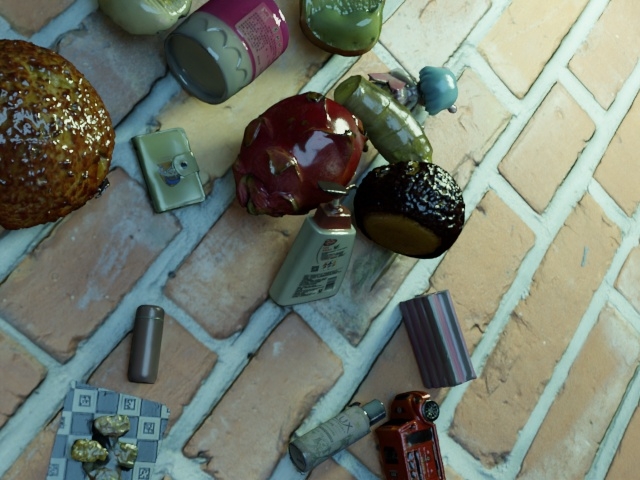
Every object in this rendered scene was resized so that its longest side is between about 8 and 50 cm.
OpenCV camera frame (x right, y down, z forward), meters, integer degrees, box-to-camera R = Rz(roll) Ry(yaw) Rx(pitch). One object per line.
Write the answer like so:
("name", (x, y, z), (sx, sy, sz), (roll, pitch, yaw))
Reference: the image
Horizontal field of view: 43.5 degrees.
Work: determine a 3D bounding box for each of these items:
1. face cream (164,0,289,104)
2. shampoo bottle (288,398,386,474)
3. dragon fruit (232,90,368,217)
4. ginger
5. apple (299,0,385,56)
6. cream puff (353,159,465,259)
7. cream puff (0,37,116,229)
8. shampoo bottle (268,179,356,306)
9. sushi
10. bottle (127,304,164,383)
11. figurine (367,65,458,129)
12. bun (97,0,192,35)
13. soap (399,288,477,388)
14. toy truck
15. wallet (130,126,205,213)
("face cream", (-0.184, -0.388, 1.585), (0.175, 0.175, 0.195), (47, 61, -11))
("shampoo bottle", (0.037, 0.380, 1.590), (0.214, 0.072, 0.072), (-24, 90, -30))
("dragon fruit", (-0.035, -0.174, 1.582), (0.315, 0.250, 0.250), (-19, 88, -19))
("ginger", (0.143, -0.249, 1.734), (0.263, 0.109, 0.116), (41, 86, -15))
("apple", (0.045, -0.502, 1.740), (0.188, 0.174, 0.207), (8, 79, 1))
("cream puff", (0.189, -0.072, 1.678), (0.239, 0.239, 0.165), (30, 64, -19))
("cream puff", (-0.506, -0.187, 1.340), (0.350, 0.228, 0.351), (8, 72, -26))
("shampoo bottle", (0.000, 0.000, 1.551), (0.153, 0.284, 0.071), (-8, 43, -30))
("sushi", (-0.367, 0.367, 1.391), (0.192, 0.040, 0.210), (20, 70, -23))
("bottle", (-0.315, 0.188, 1.453), (0.053, 0.053, 0.140), (12, 74, -26))
("figurine", (0.200, -0.314, 1.818), (0.260, 0.103, 0.205), (-8, 81, -20))
("bun", (-0.341, -0.470, 1.543), (0.178, 0.128, 0.193), (-31, 82, -41))
("soap", (0.249, 0.212, 1.712), (0.065, 0.122, 0.203), (-16, 87, -29))
("toy truck", (0.186, 0.439, 1.632), (0.114, 0.107, 0.253), (-7, 82, -30))
("wallet", (-0.292, -0.136, 1.549), (0.110, 0.039, 0.155), (-17, 86, -27))
